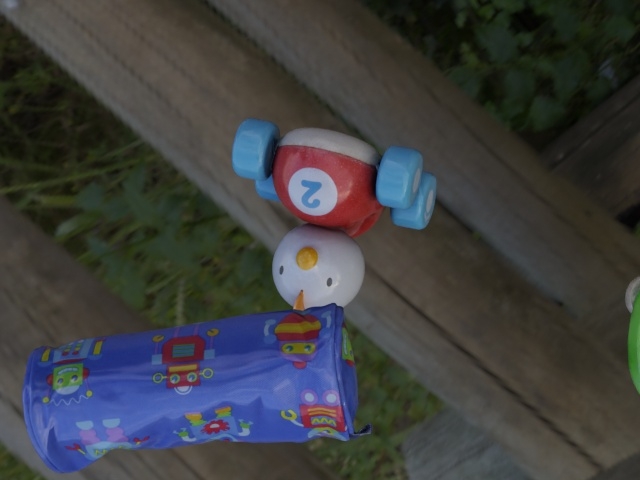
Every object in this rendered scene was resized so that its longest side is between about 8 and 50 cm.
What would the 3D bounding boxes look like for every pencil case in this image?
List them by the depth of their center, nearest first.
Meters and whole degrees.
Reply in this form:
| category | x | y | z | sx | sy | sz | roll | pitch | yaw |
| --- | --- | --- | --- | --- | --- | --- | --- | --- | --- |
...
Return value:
| category | x | y | z | sx | sy | sz | roll | pitch | yaw |
| --- | --- | --- | --- | --- | --- | --- | --- | --- | --- |
| pencil case | -0.109 | 0.136 | 1.327 | 0.306 | 0.119 | 0.133 | -8 | 146 | 7 |

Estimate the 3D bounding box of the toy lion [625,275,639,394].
| category | x | y | z | sx | sy | sz | roll | pitch | yaw |
| --- | --- | --- | --- | --- | --- | --- | --- | --- | --- |
| toy lion | 0.197 | 0.066 | 0.709 | 0.100 | 0.034 | 0.096 | 3 | 90 | -10 |

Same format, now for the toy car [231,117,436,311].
| category | x | y | z | sx | sy | sz | roll | pitch | yaw |
| --- | --- | --- | --- | --- | --- | --- | --- | --- | --- |
| toy car | 0.000 | 0.000 | 1.761 | 0.219 | 0.210 | 0.238 | 11 | 81 | 15 |
